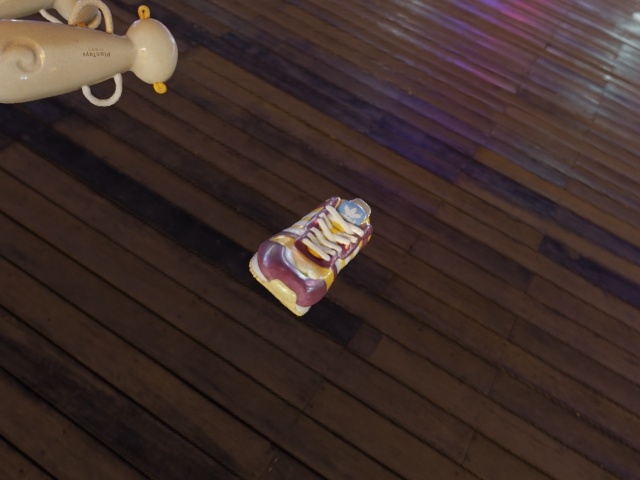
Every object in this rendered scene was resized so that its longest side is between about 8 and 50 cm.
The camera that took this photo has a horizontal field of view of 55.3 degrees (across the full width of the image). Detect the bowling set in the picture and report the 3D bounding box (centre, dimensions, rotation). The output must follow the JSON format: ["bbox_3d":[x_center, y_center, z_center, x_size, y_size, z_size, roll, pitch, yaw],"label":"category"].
[{"bbox_3d":[-0.229,-0.252,0.472,0.154,0.286,0.200,-16,22,-31],"label":"bowling set"}]

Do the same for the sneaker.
[{"bbox_3d":[0.000,0.000,0.531,0.069,0.084,0.185,43,16,-2],"label":"sneaker"}]
